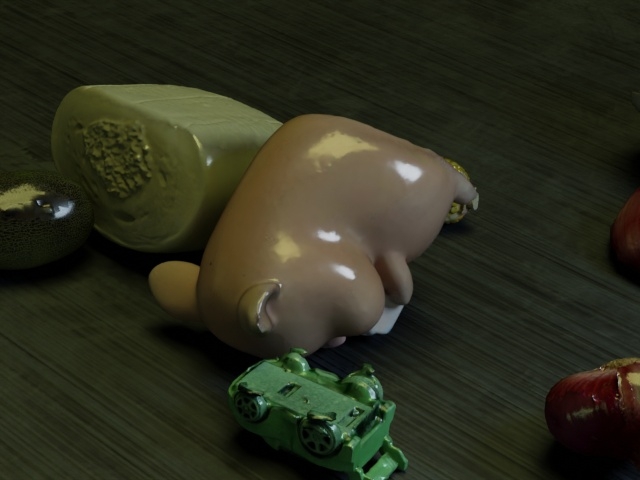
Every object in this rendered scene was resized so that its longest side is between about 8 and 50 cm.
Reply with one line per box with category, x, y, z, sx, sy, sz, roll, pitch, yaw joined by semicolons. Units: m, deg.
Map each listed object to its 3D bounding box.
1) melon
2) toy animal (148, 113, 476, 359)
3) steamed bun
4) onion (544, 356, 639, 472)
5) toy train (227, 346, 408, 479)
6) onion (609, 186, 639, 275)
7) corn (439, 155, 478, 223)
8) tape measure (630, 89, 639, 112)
melon;-0.305;-0.019;1.383;0.162;0.099;0.099;-10;33;-26
toy animal;-0.001;0.004;1.321;0.213;0.256;0.195;38;-19;-33
steamed bun;-0.146;-0.073;1.458;0.250;0.154;0.200;27;23;36
onion;0.274;0.170;1.195;0.150;0.140;0.150;-10;-11;-2
toy train;-0.003;0.152;1.176;0.149;0.081;0.099;15;29;24
onion;0.461;-0.030;1.572;0.227;0.120;0.283;24;32;18
corn;0.068;-0.077;1.600;0.238;0.080;0.080;17;30;13
tape measure;0.514;-0.152;1.741;0.265;0.130;0.258;19;16;-47
